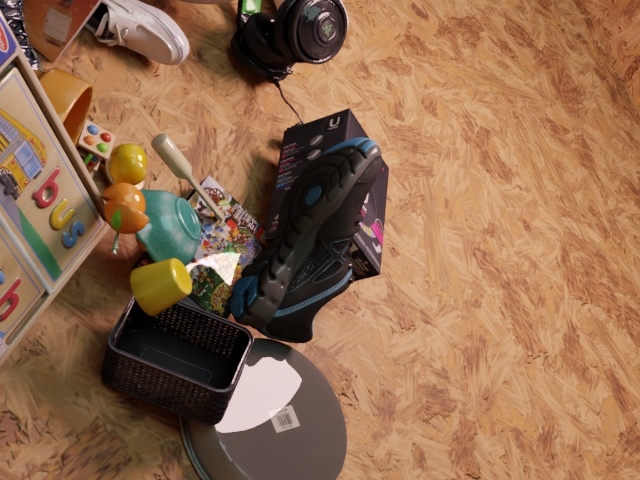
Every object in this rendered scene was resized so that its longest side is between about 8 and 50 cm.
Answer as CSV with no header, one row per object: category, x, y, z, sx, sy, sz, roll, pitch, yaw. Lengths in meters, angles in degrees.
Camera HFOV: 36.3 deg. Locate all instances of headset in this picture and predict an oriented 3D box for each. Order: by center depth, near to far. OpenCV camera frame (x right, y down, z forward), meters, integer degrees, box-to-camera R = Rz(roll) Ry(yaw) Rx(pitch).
headset,-0.041,-0.375,1.854,0.185,0.243,0.394,5,78,-42

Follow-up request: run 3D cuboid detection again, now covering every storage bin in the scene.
storage bin,-0.197,0.160,1.346,0.180,0.084,0.122,22,43,0

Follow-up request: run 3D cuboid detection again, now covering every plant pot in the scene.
plant pot,-0.440,-0.162,1.333,0.188,0.205,0.205,25,44,-7

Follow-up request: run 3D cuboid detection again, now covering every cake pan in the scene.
cake pan,-0.073,0.271,1.455,0.293,0.054,0.293,25,46,-29

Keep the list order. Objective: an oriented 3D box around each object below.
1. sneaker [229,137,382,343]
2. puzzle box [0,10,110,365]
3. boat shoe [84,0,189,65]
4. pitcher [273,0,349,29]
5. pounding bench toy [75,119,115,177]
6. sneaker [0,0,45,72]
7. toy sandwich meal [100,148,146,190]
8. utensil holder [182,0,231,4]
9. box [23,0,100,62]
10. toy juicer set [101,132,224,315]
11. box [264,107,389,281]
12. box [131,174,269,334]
sneaker,0.000,0.000,1.499,0.139,0.341,0.125,32,4,-29
puzzle box,-0.397,-0.057,1.121,0.052,0.409,0.272,18,59,25
boat shoe,-0.349,-0.373,1.649,0.267,0.096,0.088,37,45,-16
pitcher,-0.027,-0.495,2.048,0.207,0.125,0.178,49,22,14
pounding bench toy,-0.352,-0.129,1.478,0.052,0.065,0.083,30,44,-25
sneaker,-0.480,-0.311,1.450,0.300,0.121,0.111,53,39,2
toy sandwich meal,-0.310,-0.105,1.533,0.085,0.029,0.086,28,48,-36
utensil holder,-0.211,-0.666,1.743,0.327,0.327,0.385,24,71,-30
box,-0.416,-0.390,1.533,0.130,0.170,0.091,37,41,-16
toy juicer set,-0.241,-0.046,1.396,0.209,0.089,0.329,61,16,-18
box,0.018,-0.070,1.696,0.165,0.143,0.270,53,31,-39
box,-0.178,0.019,1.551,0.159,0.044,0.233,42,40,-11
